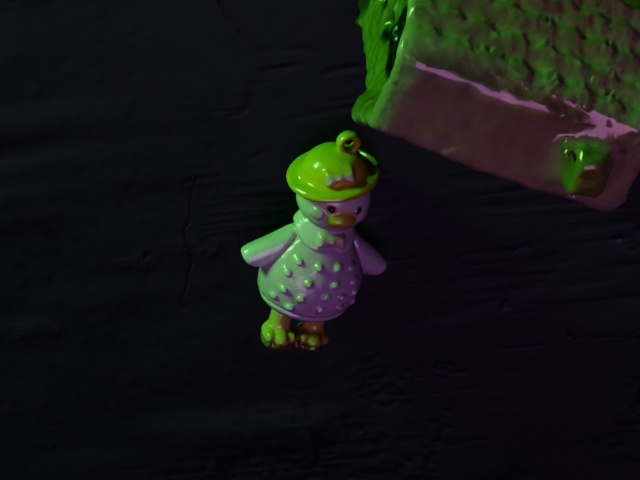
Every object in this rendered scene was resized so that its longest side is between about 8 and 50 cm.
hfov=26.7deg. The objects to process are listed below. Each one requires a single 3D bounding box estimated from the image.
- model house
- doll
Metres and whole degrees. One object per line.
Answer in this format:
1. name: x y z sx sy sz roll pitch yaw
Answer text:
1. model house: 0.131 -0.133 0.925 0.193 0.234 0.175 19 122 -9
2. doll: 0.000 0.000 1.114 0.129 0.081 0.207 4 123 -19
